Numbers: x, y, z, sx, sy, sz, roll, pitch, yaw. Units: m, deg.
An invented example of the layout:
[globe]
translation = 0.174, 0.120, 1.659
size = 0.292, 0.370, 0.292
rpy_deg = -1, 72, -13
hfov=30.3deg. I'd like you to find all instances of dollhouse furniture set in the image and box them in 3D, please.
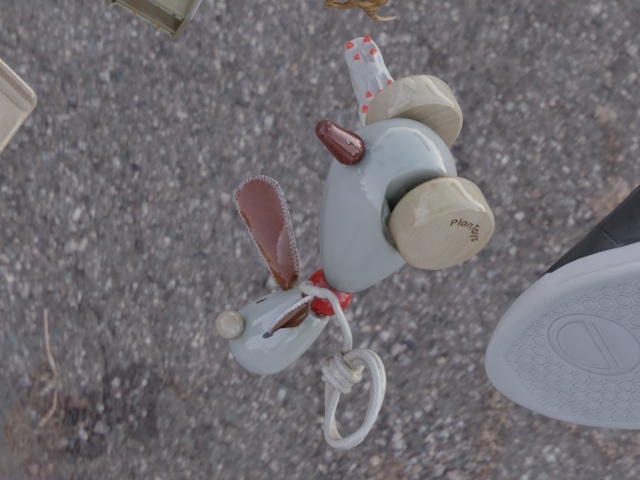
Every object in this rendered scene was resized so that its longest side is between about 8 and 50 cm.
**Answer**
[dollhouse furniture set]
translation = -0.232, -0.390, 1.603
size = 0.182, 0.101, 0.161
rpy_deg = 29, 70, -13

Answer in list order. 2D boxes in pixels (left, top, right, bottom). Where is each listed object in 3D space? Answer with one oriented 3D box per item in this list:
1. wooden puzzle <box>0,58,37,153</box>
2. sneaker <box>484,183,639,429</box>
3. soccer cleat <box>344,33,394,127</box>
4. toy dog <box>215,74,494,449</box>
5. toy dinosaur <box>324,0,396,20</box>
[wooden puzzle]
translation = -0.447, -0.135, 1.262
size = 0.221, 0.044, 0.239
rpy_deg = 46, 61, -30
[sneaker]
translation = 0.190, -0.021, 0.544
size = 0.104, 0.296, 0.147
rpy_deg = 33, 48, -10
[soccer cleat]
translation = 0.080, -0.202, 1.660
size = 0.068, 0.076, 0.196
rpy_deg = -16, 57, 1
[toy dog]
translation = 0.000, 0.000, 1.024
size = 0.161, 0.334, 0.220
rpy_deg = 19, 19, -34
[toy dinosaur]
translation = 0.064, -0.324, 1.580
size = 0.112, 0.211, 0.064
rpy_deg = 10, 77, -6
